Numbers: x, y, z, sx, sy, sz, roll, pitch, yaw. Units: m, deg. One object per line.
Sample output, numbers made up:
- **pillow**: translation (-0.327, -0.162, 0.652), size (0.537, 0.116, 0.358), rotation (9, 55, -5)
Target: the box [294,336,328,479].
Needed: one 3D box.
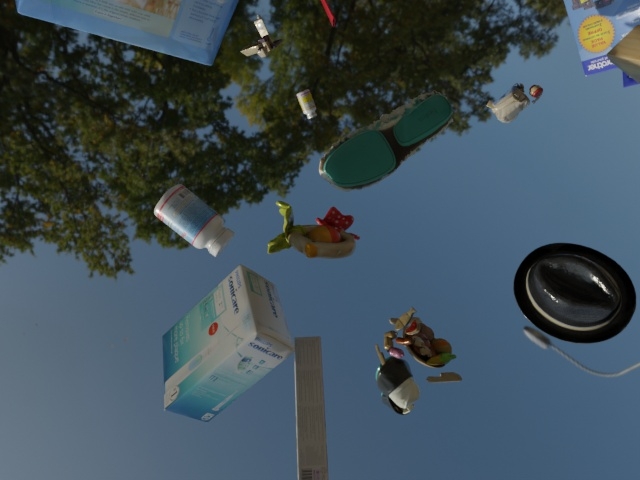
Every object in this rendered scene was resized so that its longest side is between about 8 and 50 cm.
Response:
- **box**: translation (-0.022, 0.377, 1.028), size (0.067, 0.063, 0.324), rotation (-3, -117, -3)

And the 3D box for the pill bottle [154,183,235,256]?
- **pill bottle**: translation (-0.266, -0.040, 0.998), size (0.160, 0.087, 0.087), rotation (39, -135, -2)

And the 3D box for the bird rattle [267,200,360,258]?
- **bird rattle**: translation (0.000, 0.000, 1.148), size (0.253, 0.143, 0.207), rotation (8, -161, -31)

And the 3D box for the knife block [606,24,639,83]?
- **knife block**: translation (0.729, -0.363, 0.929), size (0.276, 0.088, 0.242), rotation (50, -164, 18)

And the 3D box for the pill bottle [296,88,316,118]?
- **pill bottle**: translation (-0.040, -0.425, 1.457), size (0.043, 0.043, 0.083), rotation (-38, -67, -43)

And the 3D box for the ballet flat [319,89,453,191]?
- **ballet flat**: translation (0.165, -0.244, 1.205), size (0.408, 0.147, 0.147), rotation (-31, -111, -15)

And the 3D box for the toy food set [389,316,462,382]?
- **toy food set**: translation (0.252, 0.243, 1.100), size (0.132, 0.039, 0.192), rotation (8, -144, -36)

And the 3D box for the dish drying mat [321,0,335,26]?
- **dish drying mat**: translation (0.014, -0.510, 1.020), size (0.008, 0.032, 0.083), rotation (-23, -101, 2)

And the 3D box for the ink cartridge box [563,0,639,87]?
- **ink cartridge box**: translation (0.865, -0.640, 1.304), size (0.151, 0.270, 0.396), rotation (-34, -73, -20)

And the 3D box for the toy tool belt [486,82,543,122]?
- **toy tool belt**: translation (0.334, -0.248, 0.809), size (0.052, 0.083, 0.051), rotation (9, -133, -52)

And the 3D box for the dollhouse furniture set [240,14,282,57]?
- **dollhouse furniture set**: translation (-0.175, -0.505, 1.169), size (0.091, 0.114, 0.081), rotation (-59, -46, -36)

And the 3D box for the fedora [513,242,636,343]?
- **fedora**: translation (0.745, 0.141, 1.375), size (0.334, 0.334, 0.152), rotation (60, -169, 26)

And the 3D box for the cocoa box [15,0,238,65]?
- **cocoa box**: translation (-0.339, -0.507, 0.832), size (0.347, 0.231, 0.228), rotation (0, -131, -41)

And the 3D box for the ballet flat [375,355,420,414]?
- **ballet flat**: translation (0.201, 0.369, 1.158), size (0.095, 0.280, 0.096), rotation (-37, -121, -11)

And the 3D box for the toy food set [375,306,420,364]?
- **toy food set**: translation (0.167, 0.203, 0.968), size (0.019, 0.122, 0.078), rotation (31, -158, -28)

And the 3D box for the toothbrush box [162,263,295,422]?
- **toothbrush box**: translation (-0.223, 0.238, 1.084), size (0.126, 0.295, 0.216), rotation (38, -161, -39)
